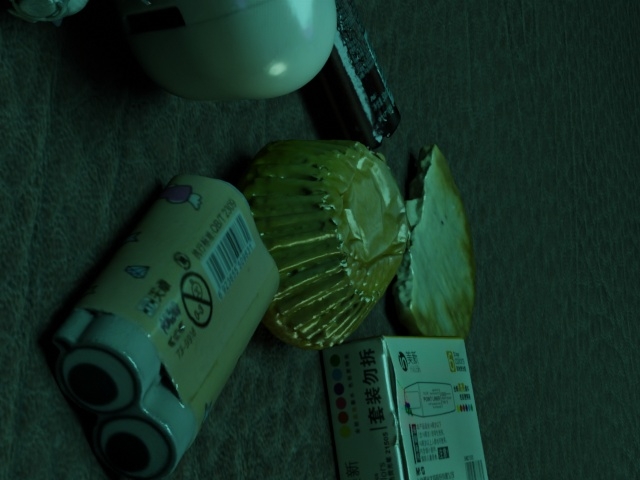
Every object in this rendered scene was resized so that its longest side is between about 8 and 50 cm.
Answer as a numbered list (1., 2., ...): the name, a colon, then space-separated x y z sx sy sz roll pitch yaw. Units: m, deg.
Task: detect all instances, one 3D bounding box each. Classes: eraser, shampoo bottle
1. eraser: -0.131 0.072 1.376 0.171 0.087 0.290 64 27 -22
2. shampoo bottle: 0.001 -0.267 1.813 0.323 0.084 0.129 65 26 -25

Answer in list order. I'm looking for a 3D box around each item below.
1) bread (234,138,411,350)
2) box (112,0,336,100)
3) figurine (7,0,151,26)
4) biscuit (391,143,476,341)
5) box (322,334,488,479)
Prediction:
1. bread: -0.004 0.002 1.613 0.240 0.139 0.240 32 53 -54
2. box: -0.118 -0.295 1.363 0.141 0.289 0.349 -25 105 -24
3. figurine: -0.229 -0.264 1.273 0.208 0.128 0.183 59 27 -52
4. biscuit: 0.159 0.036 2.065 0.204 0.040 0.309 56 33 -39
5. box: 0.107 0.223 1.809 0.274 0.091 0.220 13 67 -63
